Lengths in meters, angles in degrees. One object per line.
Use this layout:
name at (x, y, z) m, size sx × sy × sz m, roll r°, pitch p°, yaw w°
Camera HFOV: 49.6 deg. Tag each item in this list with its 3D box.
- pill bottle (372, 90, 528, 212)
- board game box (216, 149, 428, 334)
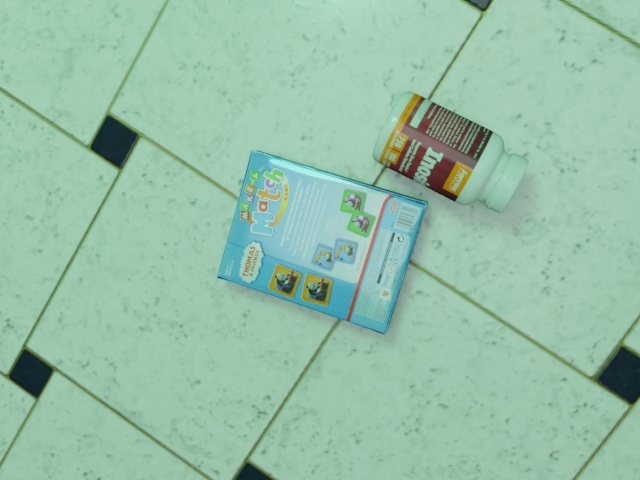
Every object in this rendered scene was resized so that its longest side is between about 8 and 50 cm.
pill bottle at (0.140, -0.092, 0.746) m, size 0.152 × 0.086 × 0.086 m, roll 27°, pitch 101°, yaw 7°
board game box at (0.000, 0.000, 0.808) m, size 0.212 × 0.039 × 0.160 m, roll 18°, pitch 99°, yaw 8°
